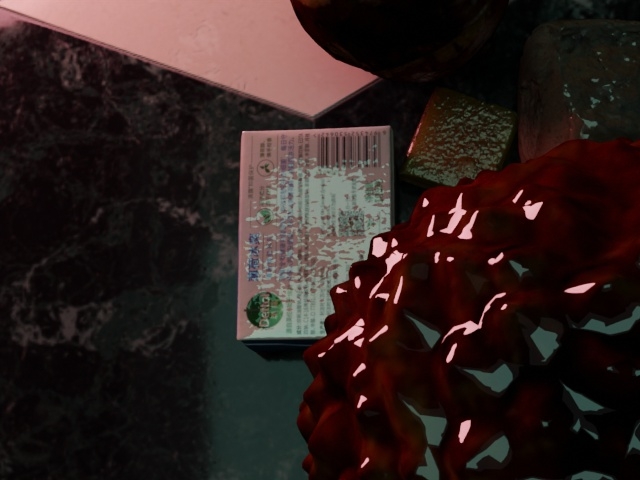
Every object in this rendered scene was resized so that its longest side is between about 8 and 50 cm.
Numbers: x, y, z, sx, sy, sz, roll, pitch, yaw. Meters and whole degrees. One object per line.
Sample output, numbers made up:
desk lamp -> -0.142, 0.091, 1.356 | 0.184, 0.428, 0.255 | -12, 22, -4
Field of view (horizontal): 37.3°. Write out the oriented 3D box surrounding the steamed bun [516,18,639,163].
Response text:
steamed bun -> 0.252, -0.113, 0.827 | 0.145, 0.106, 0.175 | -2, 75, -10

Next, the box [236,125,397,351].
box -> 0.000, 0.000, 0.856 | 0.139, 0.073, 0.194 | -2, 76, 7

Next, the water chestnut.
water chestnut -> 0.080, -0.239, 0.852 | 0.224, 0.238, 0.223 | -21, 49, 26

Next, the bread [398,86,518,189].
bread -> 0.130, -0.086, 0.881 | 0.090, 0.035, 0.094 | 22, 79, 12

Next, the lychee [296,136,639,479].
lychee -> 0.221, 0.145, 0.634 | 0.500, 0.425, 0.424 | 20, 76, -28
